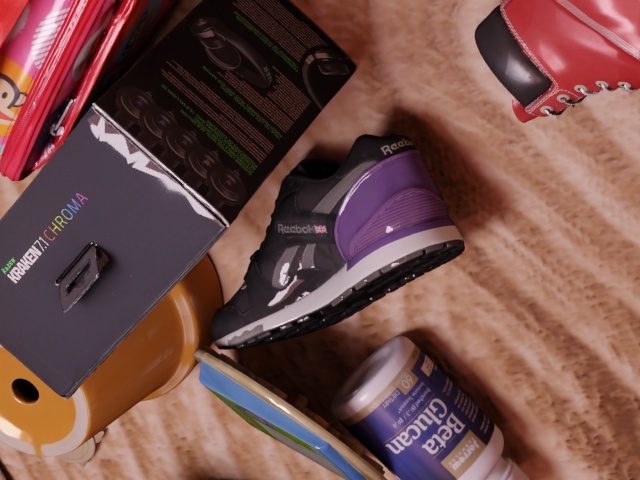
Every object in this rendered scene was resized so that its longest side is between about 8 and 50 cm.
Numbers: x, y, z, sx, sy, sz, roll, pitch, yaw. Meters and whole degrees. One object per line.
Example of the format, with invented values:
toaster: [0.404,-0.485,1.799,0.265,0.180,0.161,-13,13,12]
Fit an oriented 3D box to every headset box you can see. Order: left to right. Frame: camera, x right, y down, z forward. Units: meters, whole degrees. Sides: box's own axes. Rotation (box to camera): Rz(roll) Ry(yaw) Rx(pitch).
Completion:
headset box: [-0.133,-0.045,1.301,0.131,0.283,0.246,42,127,-5]

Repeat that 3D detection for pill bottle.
pill bottle: [0.098,0.171,1.453,0.169,0.094,0.094,44,127,-7]

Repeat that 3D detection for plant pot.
plant pot: [-0.216,0.084,1.478,0.205,0.188,0.205,11,124,17]

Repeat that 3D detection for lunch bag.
lunch bag: [-0.182,-0.193,1.234,0.120,0.258,0.293,33,122,1]

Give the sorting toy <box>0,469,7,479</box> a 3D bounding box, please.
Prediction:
sorting toy: [-0.455,0.285,1.805,0.307,0.041,0.229,-19,111,32]

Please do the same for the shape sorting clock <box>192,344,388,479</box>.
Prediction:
shape sorting clock: [-0.025,0.154,1.466,0.206,0.040,0.206,30,170,6]

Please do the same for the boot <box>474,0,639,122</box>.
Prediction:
boot: [0.236,-0.119,1.217,0.244,0.088,0.176,39,128,7]

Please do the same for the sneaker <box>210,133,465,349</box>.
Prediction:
sneaker: [0.000,0.000,1.407,0.283,0.107,0.124,-30,76,43]

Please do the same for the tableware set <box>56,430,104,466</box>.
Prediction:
tableware set: [-0.288,0.150,1.660,0.169,0.020,0.141,18,126,11]
